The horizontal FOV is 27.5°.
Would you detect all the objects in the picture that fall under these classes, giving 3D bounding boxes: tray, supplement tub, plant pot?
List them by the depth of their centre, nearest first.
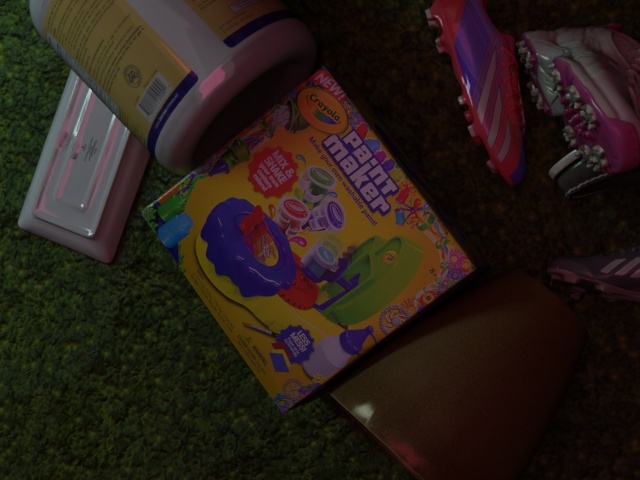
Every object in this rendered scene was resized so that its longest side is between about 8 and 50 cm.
[{"bbox_3d":[0.179,0.163,1.491,0.237,0.237,0.254,43,85,11],"label":"plant pot"},{"bbox_3d":[-0.192,-0.266,1.562,0.241,0.241,0.331,-45,80,10],"label":"supplement tub"},{"bbox_3d":[-0.295,-0.119,1.695,0.145,0.030,0.270,21,94,14],"label":"tray"}]

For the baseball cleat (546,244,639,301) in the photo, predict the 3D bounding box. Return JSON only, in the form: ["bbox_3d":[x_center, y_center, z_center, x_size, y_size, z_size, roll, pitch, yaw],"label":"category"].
[{"bbox_3d":[0.371,0.026,1.519,0.206,0.072,0.109,13,79,9],"label":"baseball cleat"}]

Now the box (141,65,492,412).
[{"bbox_3d":[0.000,0.000,1.547,0.279,0.177,0.290,-38,81,10],"label":"box"}]

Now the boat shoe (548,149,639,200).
[{"bbox_3d":[0.414,-0.101,1.479,0.305,0.109,0.091,-20,80,9],"label":"boat shoe"}]

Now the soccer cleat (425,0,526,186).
[{"bbox_3d":[0.204,-0.187,1.549,0.095,0.083,0.248,-22,82,8],"label":"soccer cleat"}]

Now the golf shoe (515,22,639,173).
[{"bbox_3d":[0.313,-0.171,1.423,0.140,0.306,0.115,-17,120,0],"label":"golf shoe"}]
